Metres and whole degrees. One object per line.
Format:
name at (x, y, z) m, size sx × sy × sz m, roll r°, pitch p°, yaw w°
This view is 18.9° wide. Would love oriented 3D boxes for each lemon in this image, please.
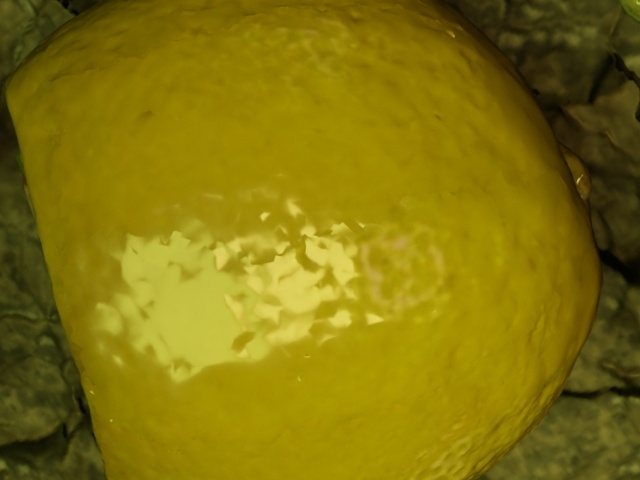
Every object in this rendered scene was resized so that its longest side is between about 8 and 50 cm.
lemon at (0.000, 0.000, 0.766) m, size 0.219 × 0.240 × 0.240 m, roll -14°, pitch 104°, yaw -3°

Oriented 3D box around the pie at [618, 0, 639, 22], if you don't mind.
pie at (0.151, -0.119, 0.775) m, size 0.085 × 0.017 × 0.085 m, roll 7°, pitch 110°, yaw 19°
